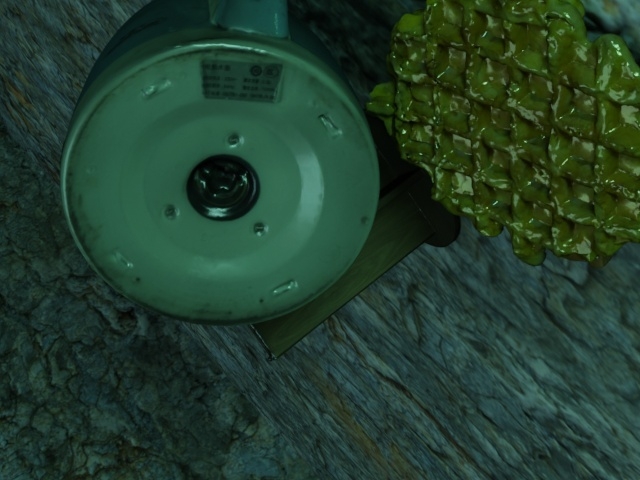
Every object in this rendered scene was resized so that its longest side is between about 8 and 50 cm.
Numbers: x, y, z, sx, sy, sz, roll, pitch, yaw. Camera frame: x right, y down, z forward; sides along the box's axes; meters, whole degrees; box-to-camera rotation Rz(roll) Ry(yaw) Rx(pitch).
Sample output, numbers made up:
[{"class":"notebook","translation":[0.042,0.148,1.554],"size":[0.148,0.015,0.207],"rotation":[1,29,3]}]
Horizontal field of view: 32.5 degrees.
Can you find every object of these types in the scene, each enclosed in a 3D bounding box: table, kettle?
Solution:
[{"class":"table","translation":[0.000,0.000,1.095],"size":[0.167,0.227,0.167],"rotation":[47,163,20]},{"class":"kettle","translation":[-0.081,-0.148,0.966],"size":[0.342,0.247,0.319],"rotation":[-100,24,-59]}]

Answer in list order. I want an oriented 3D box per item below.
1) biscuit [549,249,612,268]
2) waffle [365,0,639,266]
[{"class":"biscuit","translation":[0.167,-0.055,0.895],"size":[0.184,0.027,0.133],"rotation":[58,161,-14]},{"class":"waffle","translation":[0.145,-0.085,0.796],"size":[0.237,0.059,0.243],"rotation":[56,149,-1]}]
